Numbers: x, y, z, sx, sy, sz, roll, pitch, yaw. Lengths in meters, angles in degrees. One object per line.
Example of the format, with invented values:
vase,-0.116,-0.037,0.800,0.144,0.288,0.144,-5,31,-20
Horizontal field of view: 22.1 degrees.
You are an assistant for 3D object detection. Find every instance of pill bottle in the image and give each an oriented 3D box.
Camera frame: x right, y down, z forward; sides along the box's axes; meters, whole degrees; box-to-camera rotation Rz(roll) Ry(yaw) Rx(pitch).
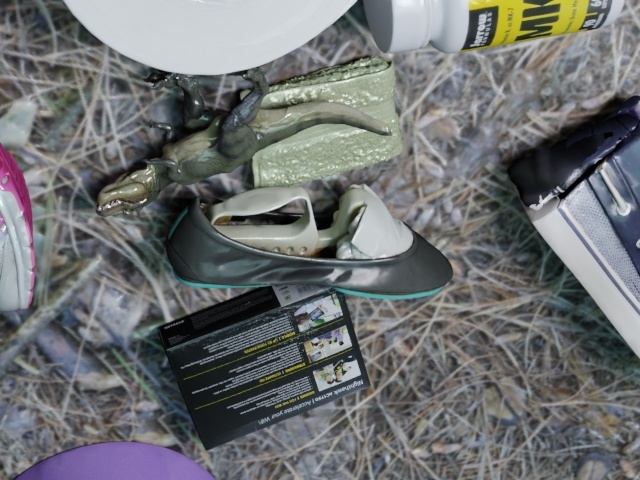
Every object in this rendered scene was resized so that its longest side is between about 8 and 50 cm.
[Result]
pill bottle,0.146,-0.226,1.413,0.208,0.119,0.119,-11,122,-11

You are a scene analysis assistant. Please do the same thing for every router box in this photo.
router box,-0.052,0.113,1.587,0.179,0.046,0.133,-20,124,-6

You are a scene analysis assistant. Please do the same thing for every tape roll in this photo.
tape roll,-0.091,-0.279,1.315,0.286,0.100,0.286,-8,121,-14
tape roll,-0.210,0.337,1.640,0.275,0.090,0.275,-9,122,-14

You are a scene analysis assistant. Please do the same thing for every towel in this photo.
towel,0.002,-0.104,1.491,0.148,0.027,0.110,-15,123,-9

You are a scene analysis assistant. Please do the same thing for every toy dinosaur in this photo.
toy dinosaur,-0.083,-0.104,1.430,0.268,0.064,0.118,-17,127,8

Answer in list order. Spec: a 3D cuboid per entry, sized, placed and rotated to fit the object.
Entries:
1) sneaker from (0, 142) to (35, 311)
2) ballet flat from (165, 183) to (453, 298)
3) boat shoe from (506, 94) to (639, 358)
sneaker,-0.312,-0.046,1.386,0.111,0.103,0.252,-17,116,-3
ballet flat,0.000,0.000,1.505,0.280,0.095,0.096,1,126,-19
boat shoe,0.337,0.012,1.605,0.158,0.127,0.340,-36,123,13
